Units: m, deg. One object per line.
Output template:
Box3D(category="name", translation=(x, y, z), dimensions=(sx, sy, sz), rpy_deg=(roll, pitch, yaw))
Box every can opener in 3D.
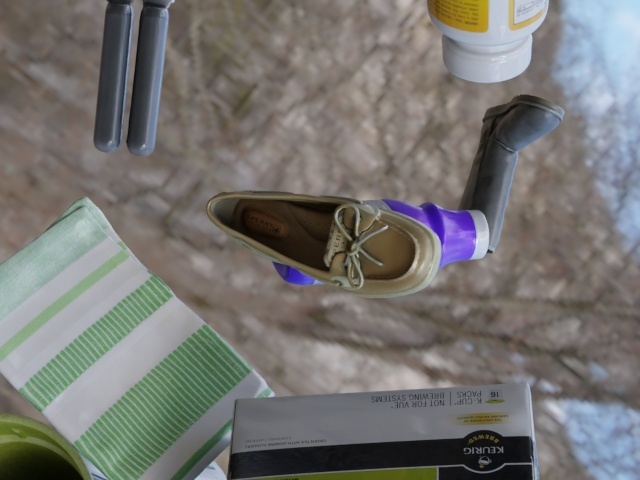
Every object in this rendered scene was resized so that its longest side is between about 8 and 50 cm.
Box3D(category="can opener", translation=(-0.202, -0.236, 1.890), dimensions=(0.095, 0.076, 0.283), rpy_deg=(-103, -161, -87))

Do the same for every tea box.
Box3D(category="tea box", translation=(0.074, 0.346, 1.807), dimensions=(0.329, 0.220, 0.323), rpy_deg=(-4, -135, 8))

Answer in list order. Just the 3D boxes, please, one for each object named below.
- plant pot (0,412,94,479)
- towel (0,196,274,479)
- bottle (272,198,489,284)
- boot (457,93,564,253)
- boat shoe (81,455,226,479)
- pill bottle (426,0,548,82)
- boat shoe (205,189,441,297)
Box3D(category="plant pot", translation=(-0.356, 0.369, 2.098), dimensions=(0.276, 0.276, 0.254), rpy_deg=(-54, 158, -4))
Box3D(category="towel", translation=(-0.227, 0.126, 1.907), dimensions=(0.248, 0.325, 0.038), rpy_deg=(-44, -179, -43))
Box3D(category="bottle", translation=(0.078, -0.001, 2.209), dimensions=(0.118, 0.283, 0.092), rpy_deg=(-125, -143, -55))
Box3D(category="boot", translation=(0.249, -0.087, 2.339), dimensions=(0.208, 0.076, 0.189), rpy_deg=(-68, -166, -15))
Box3D(category="boat shoe", translation=(-0.254, 0.340, 2.412), dimensions=(0.094, 0.302, 0.109), rpy_deg=(-53, -132, 11))
Box3D(category="pill bottle", translation=(0.158, -0.258, 1.608), dimensions=(0.117, 0.208, 0.117), rpy_deg=(-3, -140, 2))
Box3D(category="boat shoe", translation=(0.000, 0.000, 1.924), dimensions=(0.285, 0.089, 0.104), rpy_deg=(10, -94, 32))
